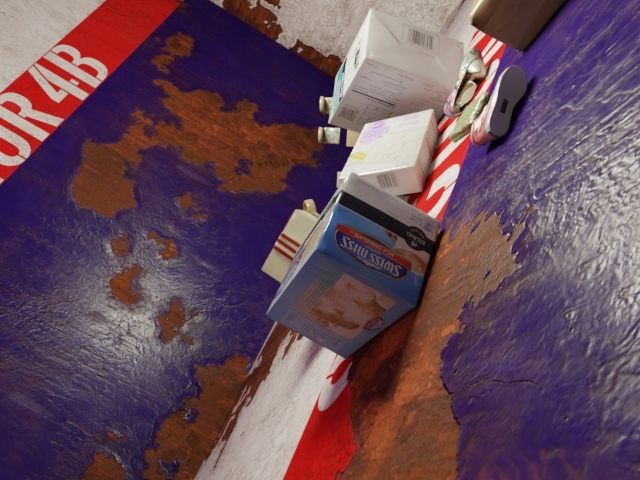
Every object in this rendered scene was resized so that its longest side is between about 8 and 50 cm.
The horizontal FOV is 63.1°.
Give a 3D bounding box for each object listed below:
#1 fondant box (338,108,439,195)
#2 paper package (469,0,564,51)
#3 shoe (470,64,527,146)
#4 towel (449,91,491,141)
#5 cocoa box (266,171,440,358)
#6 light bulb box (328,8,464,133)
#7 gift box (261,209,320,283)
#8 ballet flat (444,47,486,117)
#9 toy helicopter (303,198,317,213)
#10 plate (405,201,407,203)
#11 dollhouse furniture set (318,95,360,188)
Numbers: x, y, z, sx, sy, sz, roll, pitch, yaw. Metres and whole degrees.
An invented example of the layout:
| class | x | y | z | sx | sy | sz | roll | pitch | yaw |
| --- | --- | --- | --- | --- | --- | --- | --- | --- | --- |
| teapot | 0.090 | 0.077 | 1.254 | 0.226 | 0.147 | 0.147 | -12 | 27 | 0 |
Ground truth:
| class | x | y | z | sx | sy | sz | roll | pitch | yaw |
| --- | --- | --- | --- | --- | --- | --- | --- | --- | --- |
| fondant box | 0.218 | -0.263 | 1.602 | 0.238 | 0.096 | 0.330 | -7 | 37 | 28 |
| paper package | 0.529 | -0.677 | 1.245 | 0.325 | 0.168 | 0.310 | -55 | 7 | 48 |
| shoe | 0.372 | -0.283 | 1.102 | 0.178 | 0.063 | 0.081 | -66 | 12 | -16 |
| towel | 0.389 | -0.323 | 1.368 | 0.110 | 0.027 | 0.148 | -61 | 5 | -8 |
| cocoa box | 0.062 | 0.071 | 1.159 | 0.347 | 0.231 | 0.228 | -53 | 9 | 53 |
| light bulb box | 0.256 | -0.545 | 1.829 | 0.361 | 0.357 | 0.226 | 131 | 151 | -61 |
| gift box | 0.015 | 0.053 | 1.646 | 0.255 | 0.258 | 0.276 | -60 | -15 | 14 |
| ballet flat | 0.434 | -0.459 | 1.518 | 0.222 | 0.076 | 0.079 | -64 | 24 | -1 |
| toy helicopter | 0.000 | 0.000 | 1.999 | 0.235 | 0.140 | 0.355 | 96 | 157 | -57 |
| plate | 0.204 | -0.025 | 1.492 | 0.188 | 0.024 | 0.188 | -60 | 5 | 9 |
| dollhouse furniture set | 0.169 | -0.419 | 2.207 | 0.256 | 0.361 | 0.395 | -58 | -29 | -80 |
